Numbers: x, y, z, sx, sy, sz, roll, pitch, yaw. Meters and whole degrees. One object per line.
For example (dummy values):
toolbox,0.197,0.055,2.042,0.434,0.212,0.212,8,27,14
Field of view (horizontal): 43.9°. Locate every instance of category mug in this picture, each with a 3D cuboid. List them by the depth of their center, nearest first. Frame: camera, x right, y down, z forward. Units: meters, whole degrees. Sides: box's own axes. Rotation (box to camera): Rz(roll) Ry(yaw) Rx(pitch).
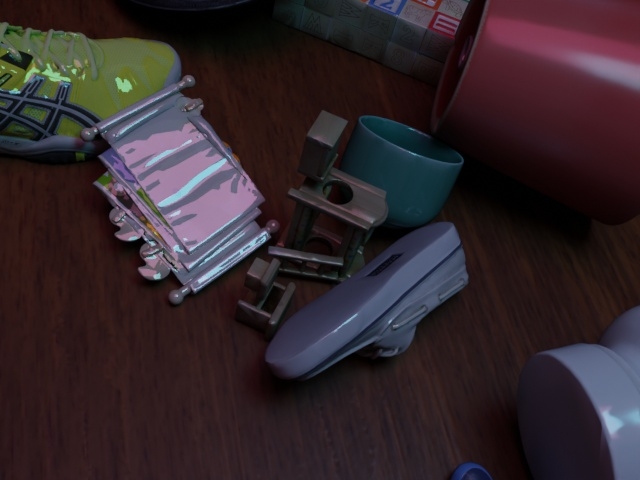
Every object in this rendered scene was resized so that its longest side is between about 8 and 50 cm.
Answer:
mug,0.095,-0.072,0.917,0.158,0.097,0.129,5,27,-40

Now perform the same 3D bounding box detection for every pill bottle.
pill bottle,0.410,0.155,0.747,0.408,0.229,0.229,-8,58,-11

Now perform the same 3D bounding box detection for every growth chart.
growth chart,-0.158,-0.060,0.869,0.172,0.021,0.237,-28,78,-22

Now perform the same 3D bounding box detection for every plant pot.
plant pot,0.274,-0.180,0.930,0.243,0.275,0.274,18,53,-3

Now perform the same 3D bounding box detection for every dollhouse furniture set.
dollhouse furniture set,0.000,0.000,0.799,0.101,0.182,0.161,25,53,5

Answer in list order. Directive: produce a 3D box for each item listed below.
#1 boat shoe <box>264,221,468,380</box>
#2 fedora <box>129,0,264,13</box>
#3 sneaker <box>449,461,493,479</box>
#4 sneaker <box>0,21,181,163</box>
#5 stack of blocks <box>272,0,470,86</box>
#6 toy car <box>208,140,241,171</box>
boat shoe,0.059,0.077,0.819,0.267,0.096,0.088,-36,108,-37
fedora,-0.141,-0.435,1.033,0.334,0.152,0.334,-7,48,8
sneaker,0.147,0.268,0.720,0.053,0.059,0.144,7,53,-6
sneaker,-0.335,-0.174,0.868,0.385,0.147,0.145,-15,58,-24
stack of blocks,0.103,-0.338,1.120,0.297,0.087,0.171,23,53,4
toy car,-0.150,-0.084,0.912,0.122,0.040,0.060,-29,66,-29
